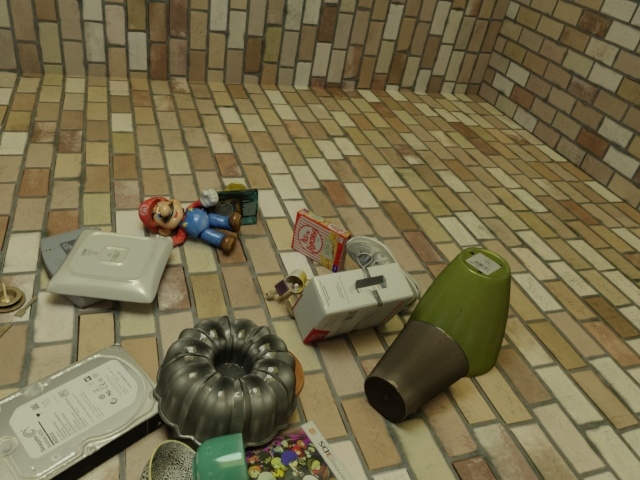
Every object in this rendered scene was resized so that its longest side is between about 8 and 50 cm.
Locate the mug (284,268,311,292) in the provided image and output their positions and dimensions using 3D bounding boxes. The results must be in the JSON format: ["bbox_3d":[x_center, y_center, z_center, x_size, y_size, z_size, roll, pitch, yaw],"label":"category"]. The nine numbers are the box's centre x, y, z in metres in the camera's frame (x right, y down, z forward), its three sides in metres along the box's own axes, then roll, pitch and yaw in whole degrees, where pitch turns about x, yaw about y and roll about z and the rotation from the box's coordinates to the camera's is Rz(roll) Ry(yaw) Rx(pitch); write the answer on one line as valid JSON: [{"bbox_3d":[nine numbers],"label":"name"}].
[{"bbox_3d":[-0.066,0.124,1.601,0.078,0.062,0.064,44,27,-6],"label":"mug"}]

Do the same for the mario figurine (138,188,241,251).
[{"bbox_3d":[-0.423,-0.064,1.660,0.320,0.170,0.198,13,37,0],"label":"mario figurine"}]

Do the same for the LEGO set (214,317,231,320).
[{"bbox_3d":[-0.253,0.237,1.417,0.083,0.023,0.054,42,46,17],"label":"LEGO set"}]

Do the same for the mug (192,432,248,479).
[{"bbox_3d":[-0.186,0.449,0.979,0.097,0.129,0.158,-7,41,-9],"label":"mug"}]

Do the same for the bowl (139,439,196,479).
[{"bbox_3d":[-0.288,0.477,0.990,0.080,0.170,0.170,-35,39,11],"label":"bowl"}]

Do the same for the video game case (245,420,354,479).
[{"bbox_3d":[-0.058,0.504,1.077,0.232,0.042,0.210,-14,41,-31],"label":"video game case"}]

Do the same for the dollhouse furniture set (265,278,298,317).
[{"bbox_3d":[-0.088,0.179,1.535,0.081,0.091,0.114,-7,63,-55],"label":"dollhouse furniture set"}]

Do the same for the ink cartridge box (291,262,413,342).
[{"bbox_3d":[0.086,0.170,1.432,0.272,0.197,0.114,-7,61,-26],"label":"ink cartridge box"}]

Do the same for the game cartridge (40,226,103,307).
[{"bbox_3d":[-0.671,0.070,1.498,0.198,0.062,0.297,-24,49,-35],"label":"game cartridge"}]

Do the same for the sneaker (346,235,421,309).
[{"bbox_3d":[0.187,0.095,1.597,0.281,0.105,0.115,40,32,7],"label":"sneaker"}]

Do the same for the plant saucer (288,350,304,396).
[{"bbox_3d":[-0.138,0.327,1.307,0.200,0.037,0.200,8,35,-5],"label":"plant saucer"}]

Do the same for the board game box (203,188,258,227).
[{"bbox_3d":[-0.307,-0.110,1.790,0.186,0.126,0.026,-6,31,-24],"label":"board game box"}]

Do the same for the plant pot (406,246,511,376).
[{"bbox_3d":[0.409,0.176,1.452,0.274,0.294,0.275,8,36,-6],"label":"plant pot"}]

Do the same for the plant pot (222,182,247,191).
[{"bbox_3d":[-0.304,-0.150,1.874,0.134,0.095,0.134,7,35,-5],"label":"plant pot"}]

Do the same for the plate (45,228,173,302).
[{"bbox_3d":[-0.577,0.056,1.464,0.278,0.045,0.277,7,36,-6],"label":"plate"}]

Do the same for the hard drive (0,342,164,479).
[{"bbox_3d":[-0.522,0.374,1.107,0.237,0.064,0.339,35,42,30],"label":"hard drive"}]

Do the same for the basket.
[{"bbox_3d":[0.226,0.331,1.314,0.204,0.154,0.227,34,44,30],"label":"basket"}]

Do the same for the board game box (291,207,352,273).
[{"bbox_3d":[0.000,0.000,1.709,0.193,0.147,0.045,29,38,24],"label":"board game box"}]

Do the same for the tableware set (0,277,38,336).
[{"bbox_3d":[-0.827,0.175,1.316,0.128,0.039,0.194,13,35,2],"label":"tableware set"}]

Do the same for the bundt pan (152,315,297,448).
[{"bbox_3d":[-0.199,0.295,1.174,0.330,0.124,0.331,12,34,-8],"label":"bundt pan"}]
